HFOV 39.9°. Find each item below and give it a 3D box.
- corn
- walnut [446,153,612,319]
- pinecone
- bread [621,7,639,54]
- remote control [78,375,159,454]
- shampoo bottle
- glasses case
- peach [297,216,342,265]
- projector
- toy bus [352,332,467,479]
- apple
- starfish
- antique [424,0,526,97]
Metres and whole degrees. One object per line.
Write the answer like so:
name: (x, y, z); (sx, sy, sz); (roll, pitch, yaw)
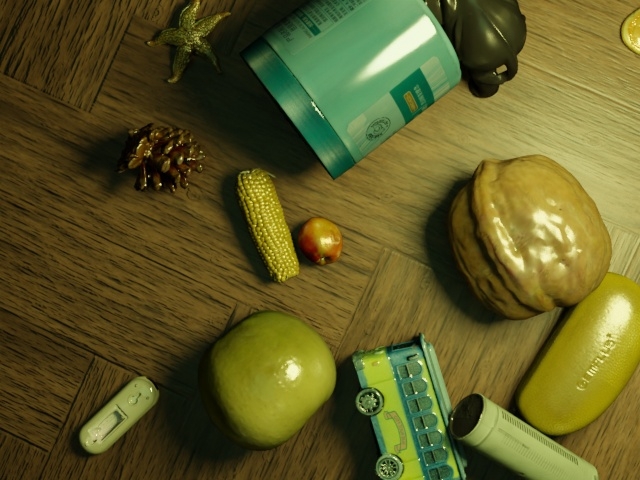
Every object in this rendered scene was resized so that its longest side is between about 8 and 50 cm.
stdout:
corn: (-0.118, -0.034, 1.952); (0.091, 0.091, 0.260); (-23, 87, 39)
walnut: (0.416, -0.015, 1.810); (0.306, 0.306, 0.343); (-27, 93, 4)
pinecone: (-0.349, -0.180, 1.934); (0.195, 0.179, 0.149); (-1, 103, -20)
bread: (0.711, -0.456, 1.921); (0.110, 0.024, 0.110); (0, 88, 5)
remote control: (-0.457, 0.396, 1.993); (0.221, 0.042, 0.078); (-43, 85, 3)
shampoo bottle: (0.064, -0.357, 1.823); (0.343, 0.331, 0.331); (-38, 86, 2)
glasses case: (0.565, 0.248, 1.860); (0.173, 0.141, 0.371); (32, 92, 4)
peach: (0.001, -0.001, 1.939); (0.101, 0.101, 0.100); (0, 89, 5)
projector: (0.422, 0.436, 1.822); (0.338, 0.108, 0.108); (34, 92, -20)
toy bus: (0.185, 0.371, 1.885); (0.190, 0.152, 0.312); (-17, 88, 5)
apple: (-0.121, 0.294, 1.872); (0.295, 0.233, 0.258); (-41, 90, 2)
starfish: (-0.284, -0.445, 2.001); (0.176, 0.053, 0.208); (42, 98, -5)
antique: (0.314, -0.473, 1.845); (0.185, 0.255, 0.322); (-36, 84, 6)
